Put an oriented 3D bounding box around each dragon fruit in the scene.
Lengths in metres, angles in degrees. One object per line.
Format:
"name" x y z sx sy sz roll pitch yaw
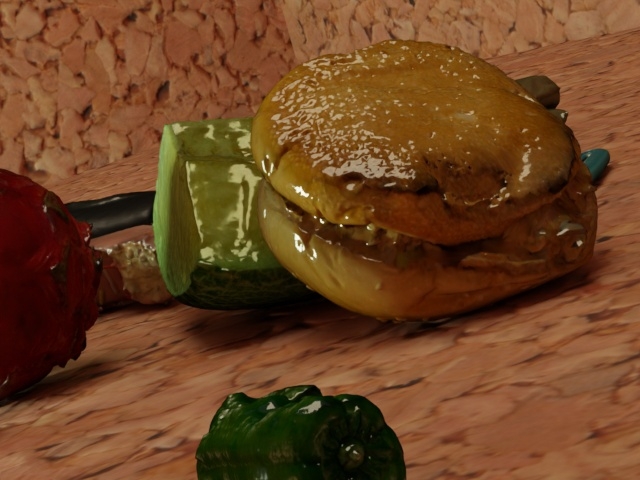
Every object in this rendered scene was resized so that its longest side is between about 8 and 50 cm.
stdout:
"dragon fruit" -0.330 0.038 1.766 0.241 0.252 0.241 -51 -1 -2

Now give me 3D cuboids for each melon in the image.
"melon" 0.013 -0.054 1.837 0.343 0.226 0.331 -3 4 -10

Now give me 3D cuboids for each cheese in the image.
"cheese" 0.239 -0.164 2.516 0.202 0.091 0.175 -22 12 -35

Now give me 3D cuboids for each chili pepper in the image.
"chili pepper" -0.025 0.128 1.119 0.099 0.083 0.253 -17 3 -15

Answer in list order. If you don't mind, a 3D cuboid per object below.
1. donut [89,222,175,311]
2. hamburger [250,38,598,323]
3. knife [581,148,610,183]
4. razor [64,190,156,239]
"donut" -0.257 0.048 2.060 0.232 0.085 0.199 -17 9 -7
"hamburger" 0.092 -0.048 1.615 0.289 0.170 0.314 -13 32 -19
"knife" 0.278 -0.074 2.048 0.064 0.031 0.222 -17 7 22
"razor" -0.270 -0.001 2.288 0.349 0.114 0.204 -8 3 21
